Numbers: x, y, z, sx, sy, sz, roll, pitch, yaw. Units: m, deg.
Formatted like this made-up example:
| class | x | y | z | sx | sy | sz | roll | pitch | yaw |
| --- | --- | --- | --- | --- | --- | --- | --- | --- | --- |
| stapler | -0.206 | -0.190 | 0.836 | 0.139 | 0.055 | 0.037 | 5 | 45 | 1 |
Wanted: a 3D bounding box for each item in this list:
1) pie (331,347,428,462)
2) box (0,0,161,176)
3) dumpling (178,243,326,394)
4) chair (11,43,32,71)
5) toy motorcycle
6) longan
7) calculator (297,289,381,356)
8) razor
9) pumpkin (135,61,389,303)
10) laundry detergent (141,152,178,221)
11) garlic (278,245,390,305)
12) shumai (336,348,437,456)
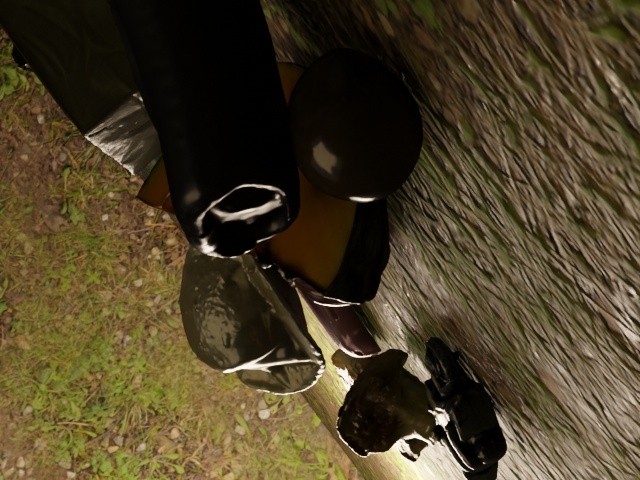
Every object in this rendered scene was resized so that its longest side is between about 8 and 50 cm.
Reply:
| class | x | y | z | sx | sy | sz | roll | pitch | yaw |
| --- | --- | --- | --- | --- | --- | --- | --- | --- | --- |
| pie | 0.085 | 0.231 | 2.116 | 0.195 | 0.046 | 0.195 | 53 | 170 | 13 |
| box | -0.245 | -0.221 | 1.706 | 0.231 | 0.155 | 0.149 | 53 | -177 | 22 |
| dumpling | -0.092 | 0.099 | 1.978 | 0.227 | 0.175 | 0.243 | 25 | 172 | 45 |
| chair | -0.328 | -0.302 | 1.908 | 0.149 | 0.174 | 0.213 | 109 | 136 | -76 |
| toy motorcycle | 0.149 | 0.188 | 1.508 | 0.124 | 0.061 | 0.193 | 56 | 167 | 43 |
| longan | 0.023 | -0.081 | 1.025 | 0.113 | 0.092 | 0.113 | 167 | 90 | -85 |
| calculator | -0.016 | 0.055 | 1.976 | 0.194 | 0.043 | 0.294 | 57 | 174 | -22 |
| razor | -0.100 | -0.163 | 1.118 | 0.204 | 0.113 | 0.349 | 81 | 168 | -78 |
| pumpkin | -0.014 | -0.059 | 1.286 | 0.148 | 0.169 | 0.312 | 14 | -174 | -42 |
| laundry detergent | -0.240 | -0.162 | 2.154 | 0.280 | 0.105 | 0.215 | 58 | 173 | -33 |
| garlic | 0.000 | 0.000 | 1.446 | 0.147 | 0.102 | 0.159 | 60 | 170 | -28 |
| shumai | 0.090 | 0.201 | 1.742 | 0.116 | 0.145 | 0.145 | 33 | 167 | 13 |
